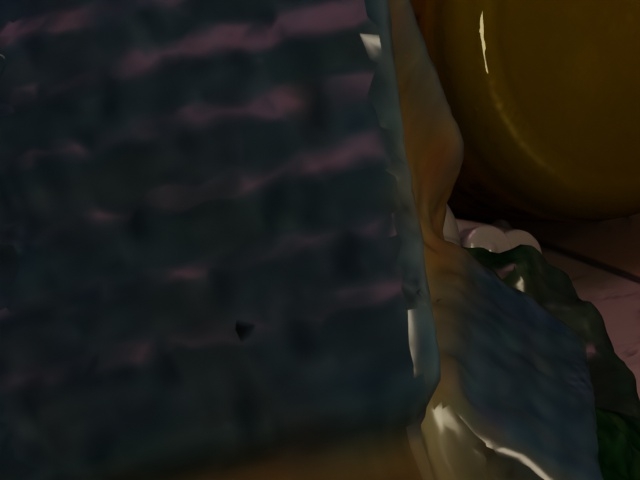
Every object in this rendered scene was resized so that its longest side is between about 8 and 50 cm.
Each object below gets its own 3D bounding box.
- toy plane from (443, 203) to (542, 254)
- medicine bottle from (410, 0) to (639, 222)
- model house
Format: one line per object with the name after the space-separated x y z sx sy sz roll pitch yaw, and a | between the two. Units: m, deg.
0.000 0.004 0.933 0.252 0.118 0.252 0 -3 0 | toy plane
0.085 -0.125 1.103 0.224 0.224 0.384 -25 13 -24 | medicine bottle
-0.052 0.019 0.626 0.335 0.342 0.382 -15 18 11 | model house
